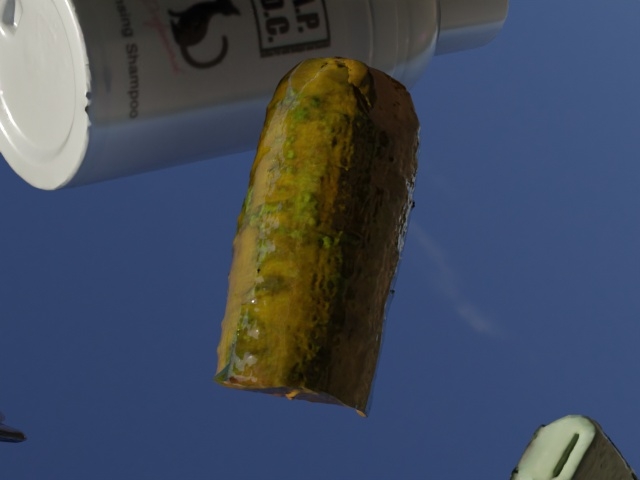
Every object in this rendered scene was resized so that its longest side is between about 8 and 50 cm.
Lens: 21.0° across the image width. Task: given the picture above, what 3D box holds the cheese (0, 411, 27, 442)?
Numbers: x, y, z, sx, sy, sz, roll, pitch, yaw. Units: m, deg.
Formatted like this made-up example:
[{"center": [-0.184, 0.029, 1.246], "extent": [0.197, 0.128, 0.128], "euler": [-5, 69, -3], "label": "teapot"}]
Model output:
[{"center": [-0.319, 0.153, 1.558], "extent": [0.095, 0.038, 0.145], "euler": [16, -174, -45], "label": "cheese"}]

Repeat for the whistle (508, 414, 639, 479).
[{"center": [0.111, 0.150, 0.529], "extent": [0.114, 0.077, 0.235], "euler": [-51, -50, -38], "label": "whistle"}]

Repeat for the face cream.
[{"center": [-0.018, -0.135, 1.061], "extent": [0.370, 0.145, 0.145], "euler": [-16, -121, -34], "label": "face cream"}]

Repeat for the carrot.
[{"center": [0.000, 0.000, 0.792], "extent": [0.082, 0.082, 0.173], "euler": [25, -115, -25], "label": "carrot"}]
